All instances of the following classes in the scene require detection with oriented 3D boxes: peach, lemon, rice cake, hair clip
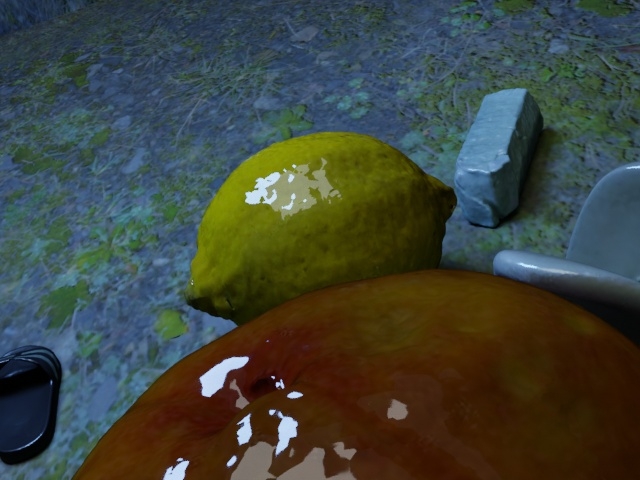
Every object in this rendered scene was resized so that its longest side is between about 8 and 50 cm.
[{"bbox_3d":[0.031,0.178,0.419,0.342,0.302,0.343,-15,26,8],"label":"peach"},{"bbox_3d":[0.000,0.000,0.874,0.256,0.188,0.188,-19,28,-12],"label":"lemon"},{"bbox_3d":[0.188,-0.095,1.048,0.063,0.069,0.206,-5,33,24],"label":"rice cake"},{"bbox_3d":[0.191,0.073,0.562,0.172,0.282,0.113,16,57,45],"label":"hair clip"}]

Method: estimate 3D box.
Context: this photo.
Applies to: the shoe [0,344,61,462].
[{"bbox_3d":[-0.288,0.137,0.951,0.071,0.049,0.179,-21,29,-6],"label":"shoe"}]
